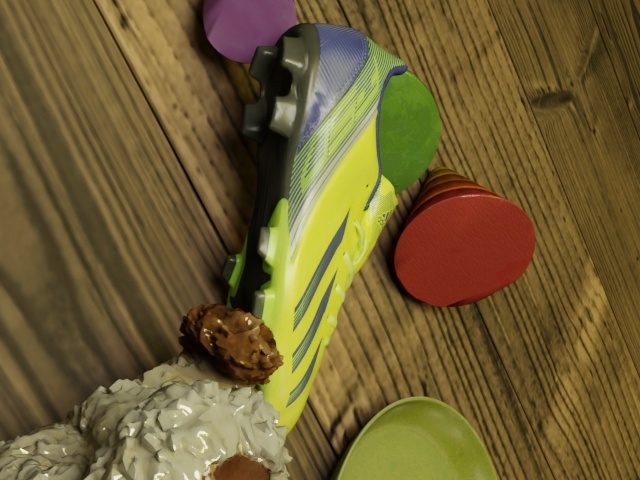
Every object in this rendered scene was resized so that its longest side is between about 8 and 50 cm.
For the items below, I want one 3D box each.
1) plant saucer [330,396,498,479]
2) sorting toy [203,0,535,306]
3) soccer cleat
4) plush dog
[{"bbox_3d":[0.071,0.247,0.757,0.241,0.037,0.241,13,73,-46],"label":"plant saucer"},{"bbox_3d":[0.040,-0.098,0.776,0.365,0.127,0.126,44,22,-30],"label":"sorting toy"},{"bbox_3d":[0.001,0.000,0.640,0.121,0.093,0.289,8,91,-27],"label":"soccer cleat"},{"bbox_3d":[-0.101,0.152,0.509,0.225,0.210,0.263,-23,127,-63],"label":"plush dog"}]
